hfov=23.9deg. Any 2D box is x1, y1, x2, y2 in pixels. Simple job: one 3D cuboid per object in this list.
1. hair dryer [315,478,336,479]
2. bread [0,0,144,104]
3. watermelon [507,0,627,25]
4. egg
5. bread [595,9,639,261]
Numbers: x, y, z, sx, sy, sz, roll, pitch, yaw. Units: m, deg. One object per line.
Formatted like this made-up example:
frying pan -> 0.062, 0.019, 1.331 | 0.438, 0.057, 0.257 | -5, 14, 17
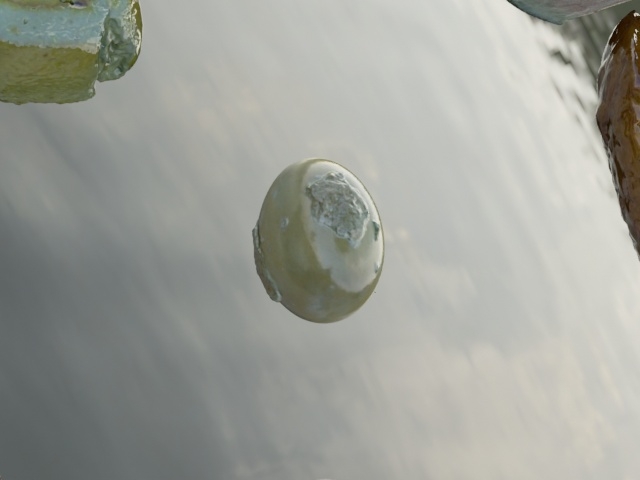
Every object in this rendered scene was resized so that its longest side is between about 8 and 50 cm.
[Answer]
hair dryer -> 0.108, 0.420, 1.793 | 0.344, 0.107, 0.189 | 36, 9, -32
bread -> -0.166, -0.159, 0.990 | 0.110, 0.103, 0.156 | 16, 59, -12
watermelon -> 0.289, -0.336, 1.424 | 0.292, 0.283, 0.250 | 26, -2, -7
egg -> -0.003, 0.000, 1.829 | 0.164, 0.164, 0.202 | -1, 85, -66
bread -> 0.350, -0.069, 1.356 | 0.312, 0.172, 0.312 | -15, 90, -74
